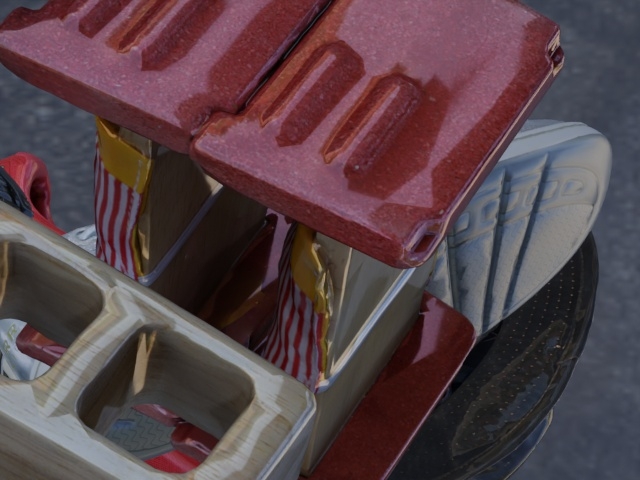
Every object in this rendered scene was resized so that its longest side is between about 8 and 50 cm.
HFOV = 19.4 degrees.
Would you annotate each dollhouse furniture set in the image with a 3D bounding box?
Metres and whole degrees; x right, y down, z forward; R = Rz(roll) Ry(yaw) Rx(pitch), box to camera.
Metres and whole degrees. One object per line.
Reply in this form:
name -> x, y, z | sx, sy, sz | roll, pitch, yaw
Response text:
dollhouse furniture set -> -0.082, 0.069, 0.594 | 0.374, 0.152, 0.201 | -52, 165, -33

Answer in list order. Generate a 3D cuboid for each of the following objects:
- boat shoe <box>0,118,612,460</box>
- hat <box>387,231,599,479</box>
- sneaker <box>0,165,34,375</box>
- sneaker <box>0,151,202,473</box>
boat shoe -> -0.001, 0.002, 0.886 | 0.320, 0.103, 0.118 | -23, 140, -24
hat -> 0.067, 0.102, 1.323 | 0.331, 0.331, 0.134 | -55, 130, -21
sneaker -> -0.215, 0.081, 0.940 | 0.100, 0.108, 0.271 | 38, 42, -34
sneaker -> -0.136, 0.052, 1.123 | 0.118, 0.279, 0.107 | -39, 159, -5
